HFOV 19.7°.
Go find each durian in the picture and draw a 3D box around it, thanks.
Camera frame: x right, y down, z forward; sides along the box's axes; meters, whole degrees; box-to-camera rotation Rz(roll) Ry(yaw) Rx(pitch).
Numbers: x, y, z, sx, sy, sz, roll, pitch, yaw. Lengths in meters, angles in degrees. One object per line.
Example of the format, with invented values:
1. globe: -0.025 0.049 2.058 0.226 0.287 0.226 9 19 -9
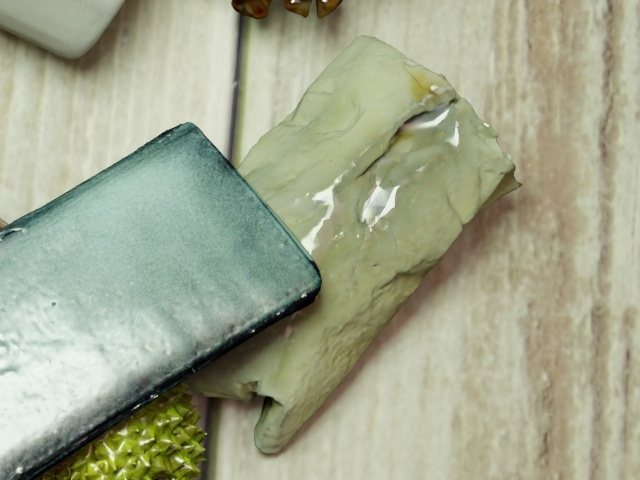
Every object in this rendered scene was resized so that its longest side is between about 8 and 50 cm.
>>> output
1. durian: -0.188 0.160 1.430 0.198 0.146 0.159 -30 80 -17

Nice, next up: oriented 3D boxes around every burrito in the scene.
1. burrito: 0.003 0.002 1.503 0.190 0.135 0.332 41 79 -4

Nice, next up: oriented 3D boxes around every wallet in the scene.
1. wallet: -0.197 0.062 1.373 0.379 0.046 0.190 -32 72 -20

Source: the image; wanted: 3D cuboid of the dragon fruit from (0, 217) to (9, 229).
1. dragon fruit: -0.345 0.042 1.456 0.274 0.126 0.161 -19 70 -18

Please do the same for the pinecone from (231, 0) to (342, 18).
1. pinecone: -0.017 -0.288 1.529 0.202 0.229 0.201 -15 123 -24

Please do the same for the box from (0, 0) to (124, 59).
1. box: -0.242 -0.277 1.508 0.206 0.291 0.262 31 117 -14
